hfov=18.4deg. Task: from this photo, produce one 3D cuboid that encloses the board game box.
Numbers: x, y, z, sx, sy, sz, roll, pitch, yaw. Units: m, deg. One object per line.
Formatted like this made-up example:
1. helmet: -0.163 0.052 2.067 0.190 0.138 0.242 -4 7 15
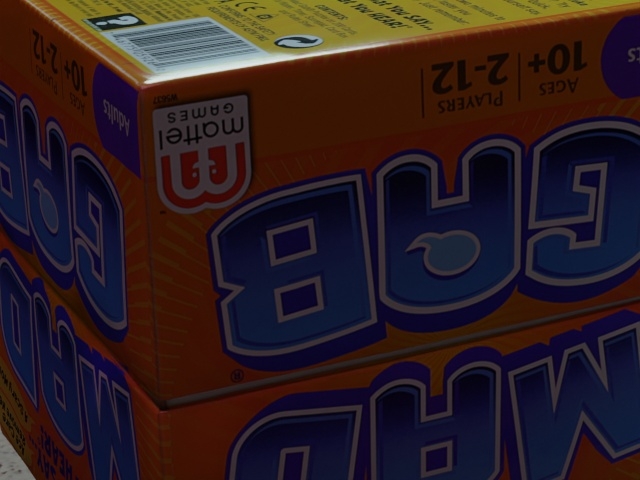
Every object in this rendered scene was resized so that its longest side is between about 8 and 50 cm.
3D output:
1. board game box: 0.000 0.000 1.263 0.356 0.356 0.356 -11 23 -22
